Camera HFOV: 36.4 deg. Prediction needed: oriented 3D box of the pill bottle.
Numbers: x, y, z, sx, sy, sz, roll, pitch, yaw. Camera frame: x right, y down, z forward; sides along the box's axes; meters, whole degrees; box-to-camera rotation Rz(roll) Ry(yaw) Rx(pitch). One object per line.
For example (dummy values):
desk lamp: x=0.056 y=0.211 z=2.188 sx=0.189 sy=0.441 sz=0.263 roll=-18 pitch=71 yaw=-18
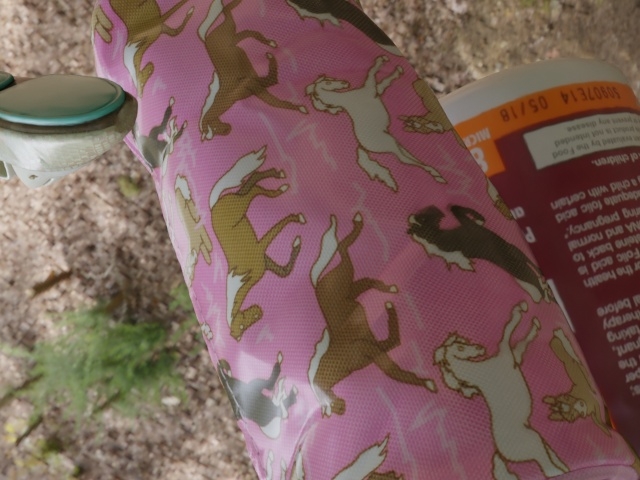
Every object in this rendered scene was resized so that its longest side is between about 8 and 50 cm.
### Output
pill bottle: x=0.192 y=0.087 z=0.716 sx=0.224 sy=0.224 sz=0.392 roll=-35 pitch=67 yaw=44

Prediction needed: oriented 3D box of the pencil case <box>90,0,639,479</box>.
pencil case: x=0.000 y=0.000 z=0.508 sx=0.167 sy=0.386 sz=0.160 roll=-6 pitch=145 yaw=-28

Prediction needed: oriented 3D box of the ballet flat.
ballet flat: x=-0.140 y=-0.052 z=0.458 sx=0.168 sy=0.057 sz=0.052 roll=16 pitch=129 yaw=38
